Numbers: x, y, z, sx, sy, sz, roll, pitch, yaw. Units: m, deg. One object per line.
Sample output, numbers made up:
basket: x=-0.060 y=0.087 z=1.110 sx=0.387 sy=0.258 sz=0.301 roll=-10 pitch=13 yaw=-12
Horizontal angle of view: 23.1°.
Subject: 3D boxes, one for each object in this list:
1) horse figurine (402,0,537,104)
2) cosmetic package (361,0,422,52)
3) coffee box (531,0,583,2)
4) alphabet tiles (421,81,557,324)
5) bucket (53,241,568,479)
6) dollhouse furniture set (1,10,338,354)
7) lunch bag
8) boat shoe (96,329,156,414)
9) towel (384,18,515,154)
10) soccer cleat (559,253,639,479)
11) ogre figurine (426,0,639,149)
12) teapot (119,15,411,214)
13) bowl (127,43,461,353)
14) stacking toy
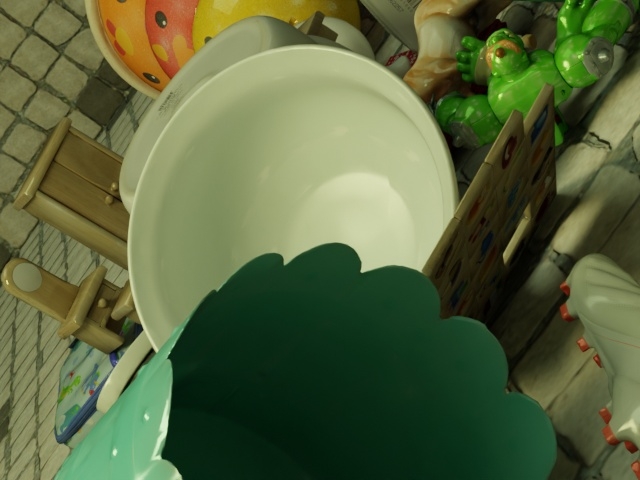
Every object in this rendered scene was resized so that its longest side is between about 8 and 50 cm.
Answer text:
horse figurine: x=0.131 y=-0.181 z=1.389 sx=0.174 sy=0.066 sz=0.263 roll=-14 pitch=49 yaw=40
cosmetic package: x=0.078 y=-0.275 z=1.655 sx=0.085 sy=0.117 sz=0.231 roll=-42 pitch=11 yaw=4
coffee box: x=0.158 y=-0.247 z=1.289 sx=0.184 sy=0.113 sz=0.040 roll=8 pitch=59 yaw=29
alphabet tiles: x=0.108 y=0.008 z=1.045 sx=0.198 sy=0.009 sz=0.237 roll=-59 pitch=-18 yaw=-12
bucket: x=-0.011 y=0.161 z=0.880 sx=0.183 sy=0.281 sz=0.281 roll=-43 pitch=20 yaw=41
dollhouse furniture set: x=-0.178 y=-0.085 z=1.654 sx=0.355 sy=0.174 sz=0.303 roll=-35 pitch=29 yaw=53
lunch bag: x=-0.233 y=0.148 z=1.840 sx=0.176 sy=0.090 sz=0.219 roll=-48 pitch=19 yaw=17
boat shoe: x=-0.109 y=0.081 z=1.614 sx=0.302 sy=0.091 sz=0.114 roll=-55 pitch=-7 yaw=-21
towel: x=0.084 y=-0.114 z=1.540 sx=0.199 sy=0.031 sz=0.275 roll=-59 pitch=16 yaw=-11
soccer cleat: x=0.187 y=0.059 z=0.873 sx=0.076 sy=0.068 sz=0.196 roll=-35 pitch=23 yaw=15
ogre figurine: x=0.168 y=-0.131 z=1.227 sx=0.197 sy=0.097 sz=0.118 roll=-12 pitch=24 yaw=14
teapot: x=-0.055 y=-0.068 z=1.470 sx=0.256 sy=0.187 sz=0.252 roll=-34 pitch=30 yaw=33
bowl: x=0.000 y=0.000 z=1.270 sx=0.298 sy=0.298 sz=0.134 roll=-53 pitch=-27 yaw=11
stacking toy: x=-0.066 y=-0.270 z=1.894 sx=0.351 sy=0.350 sz=0.480 roll=-55 pitch=32 yaw=5
